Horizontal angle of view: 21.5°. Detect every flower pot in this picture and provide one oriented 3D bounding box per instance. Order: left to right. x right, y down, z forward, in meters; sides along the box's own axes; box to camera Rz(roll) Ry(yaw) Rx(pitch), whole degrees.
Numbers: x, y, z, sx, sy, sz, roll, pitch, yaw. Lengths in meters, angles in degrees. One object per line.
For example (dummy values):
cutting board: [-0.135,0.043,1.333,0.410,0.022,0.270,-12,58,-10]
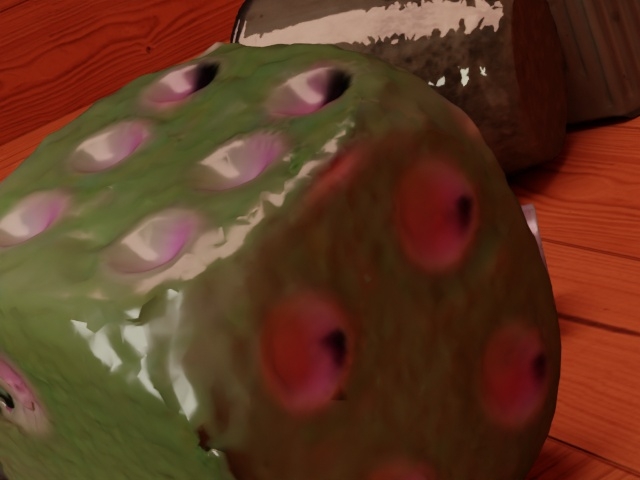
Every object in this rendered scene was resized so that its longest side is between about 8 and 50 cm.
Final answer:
flower pot: [0.100,-0.179,1.947,0.330,0.294,0.293,-10,20,23]
flower pot: [0.331,-0.260,2.064,0.239,0.190,0.209,-9,20,38]

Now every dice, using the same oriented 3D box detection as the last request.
dice: [-0.050,0.066,1.187,0.318,0.330,0.322,5,42,47]

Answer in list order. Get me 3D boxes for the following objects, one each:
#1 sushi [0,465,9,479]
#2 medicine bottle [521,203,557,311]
sushi: [-0.419,0.211,1.508,0.343,0.196,0.182,-34,17,-33]
medicine bottle: [-0.007,0.061,1.513,0.426,0.108,0.108,-11,17,7]
